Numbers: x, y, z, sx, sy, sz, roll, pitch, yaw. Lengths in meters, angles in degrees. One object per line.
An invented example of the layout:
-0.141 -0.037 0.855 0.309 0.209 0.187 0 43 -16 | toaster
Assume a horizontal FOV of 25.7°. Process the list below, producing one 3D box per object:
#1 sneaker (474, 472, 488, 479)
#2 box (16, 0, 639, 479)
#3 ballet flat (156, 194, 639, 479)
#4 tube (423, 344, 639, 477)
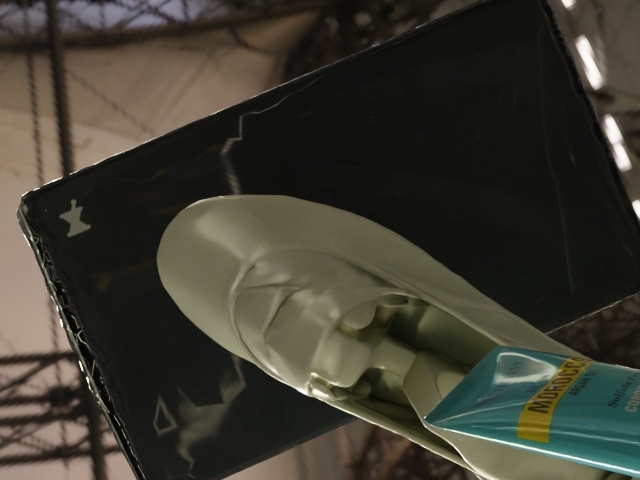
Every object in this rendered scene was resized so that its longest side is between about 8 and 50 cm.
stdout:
0.190 0.243 1.212 0.169 0.108 0.292 41 -159 -2 | sneaker
0.000 0.000 1.382 0.472 0.480 0.297 162 85 -86 | box
0.062 0.083 0.979 0.400 0.139 0.139 26 -151 3 | ballet flat
0.158 0.089 0.675 0.080 0.207 0.052 -30 -59 -48 | tube
